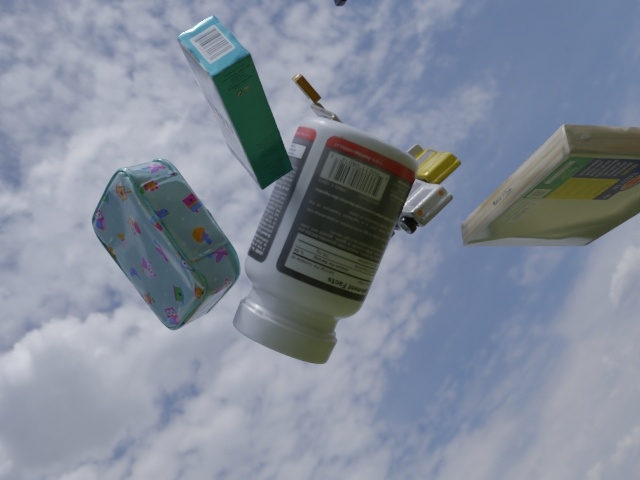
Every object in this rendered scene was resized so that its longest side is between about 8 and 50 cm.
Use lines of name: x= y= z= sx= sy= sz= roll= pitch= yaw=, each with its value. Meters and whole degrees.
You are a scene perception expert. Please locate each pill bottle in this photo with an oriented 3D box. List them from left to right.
pill bottle: x=0.000 y=0.000 z=1.164 sx=0.210 sy=0.210 sz=0.362 roll=19 pitch=-85 yaw=-55

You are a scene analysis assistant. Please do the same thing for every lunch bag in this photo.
lunch bag: x=-0.276 y=0.007 z=1.249 sx=0.108 sy=0.279 sz=0.224 roll=-29 pitch=-13 yaw=-41

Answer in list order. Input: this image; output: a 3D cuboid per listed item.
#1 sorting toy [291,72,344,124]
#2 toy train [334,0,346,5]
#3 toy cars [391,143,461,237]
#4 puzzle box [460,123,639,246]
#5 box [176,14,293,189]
sorting toy: x=0.032 y=-0.234 z=1.535 sx=0.041 sy=0.229 sz=0.307 roll=-41 pitch=-68 yaw=5
toy train: x=0.057 y=-0.535 z=1.502 sx=0.027 sy=0.036 sz=0.158 roll=-19 pitch=-3 yaw=-16
toy cars: x=0.179 y=-0.111 z=1.395 sx=0.176 sy=0.087 sz=0.393 roll=-36 pitch=10 yaw=25
puzzle box: x=0.448 y=-0.079 z=1.243 sx=0.272 sy=0.052 sz=0.409 roll=1 pitch=-20 yaw=-13
box: x=-0.112 y=-0.182 z=0.987 sx=0.060 sy=0.100 sz=0.244 roll=-34 pitch=-30 yaw=-9
